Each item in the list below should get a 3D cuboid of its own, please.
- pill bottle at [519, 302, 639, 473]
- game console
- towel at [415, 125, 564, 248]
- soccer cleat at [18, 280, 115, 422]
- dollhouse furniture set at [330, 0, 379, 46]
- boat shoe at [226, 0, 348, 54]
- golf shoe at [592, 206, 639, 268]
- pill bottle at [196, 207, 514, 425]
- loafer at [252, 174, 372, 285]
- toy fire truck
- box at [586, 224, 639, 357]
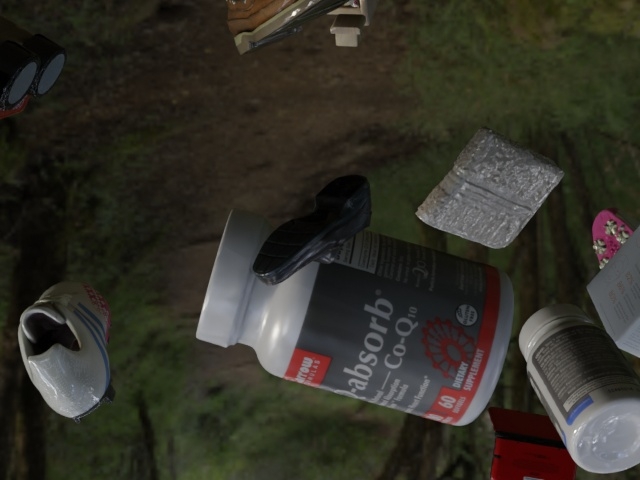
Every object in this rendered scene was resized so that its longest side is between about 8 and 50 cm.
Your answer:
[{"bbox_3d":[0.215,0.115,0.839,0.078,0.078,0.137,2,-149,-13],"label":"pill bottle"},{"bbox_3d":[0.351,0.353,1.735,0.144,0.124,0.085,10,173,-6],"label":"game console"},{"bbox_3d":[0.290,-0.085,1.739,0.282,0.187,0.049,17,-157,-51],"label":"towel"},{"bbox_3d":[-0.368,0.118,1.469,0.116,0.143,0.331,-32,-149,-3],"label":"soccer cleat"},{"bbox_3d":[-0.058,-0.466,1.638,0.303,0.174,0.355,3,-143,11],"label":"dollhouse furniture set"},{"bbox_3d":[-0.056,-0.301,1.246,0.111,0.104,0.307,-24,-172,-22],"label":"boat shoe"},{"bbox_3d":[0.573,0.065,1.702,0.140,0.306,0.115,-19,154,-31],"label":"golf shoe"},{"bbox_3d":[0.041,0.090,1.302,0.363,0.210,0.210,16,171,-4],"label":"pill bottle"},{"bbox_3d":[0.000,0.000,1.061,0.062,0.061,0.170,12,-138,45],"label":"loafer"},{"bbox_3d":[-0.373,-0.097,0.919,0.158,0.246,0.217,30,-161,-1],"label":"toy fire truck"},{"bbox_3d":[0.448,0.055,1.340,0.091,0.130,0.170,25,119,-19],"label":"box"}]
